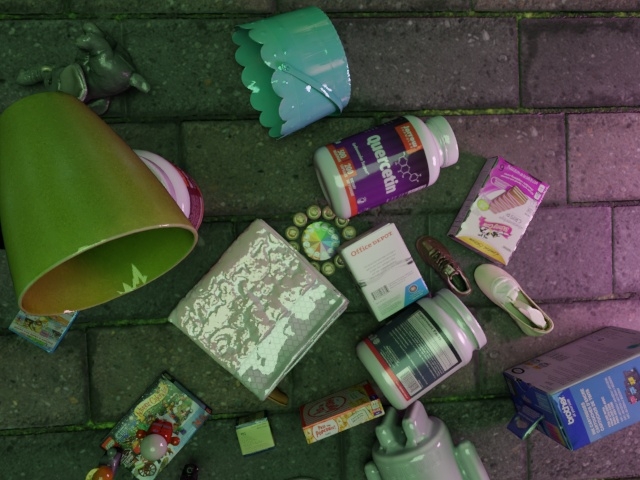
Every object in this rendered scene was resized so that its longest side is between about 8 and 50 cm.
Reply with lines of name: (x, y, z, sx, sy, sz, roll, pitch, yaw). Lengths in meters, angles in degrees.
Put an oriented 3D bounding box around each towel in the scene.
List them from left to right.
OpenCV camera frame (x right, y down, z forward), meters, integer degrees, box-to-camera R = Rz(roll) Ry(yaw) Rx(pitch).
towel: (-0.148, 0.165, 1.362, 0.317, 0.053, 0.332, 41, 82, 6)

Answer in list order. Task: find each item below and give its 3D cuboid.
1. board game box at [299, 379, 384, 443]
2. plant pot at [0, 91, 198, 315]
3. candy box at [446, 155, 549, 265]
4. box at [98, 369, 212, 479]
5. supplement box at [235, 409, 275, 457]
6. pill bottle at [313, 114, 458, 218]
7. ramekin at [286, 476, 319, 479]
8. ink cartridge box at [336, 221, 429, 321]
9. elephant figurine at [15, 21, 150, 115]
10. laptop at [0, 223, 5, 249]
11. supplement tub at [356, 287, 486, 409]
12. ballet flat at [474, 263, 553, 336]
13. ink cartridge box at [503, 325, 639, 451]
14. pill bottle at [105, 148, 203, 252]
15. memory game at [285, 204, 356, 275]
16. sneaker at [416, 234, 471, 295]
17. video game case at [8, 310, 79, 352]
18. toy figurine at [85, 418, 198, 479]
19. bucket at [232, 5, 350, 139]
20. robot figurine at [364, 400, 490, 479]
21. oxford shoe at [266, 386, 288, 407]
board game box: (0.048, 0.418, 1.380, 0.193, 0.147, 0.045, -20, 94, -5)
plant pot: (-0.382, -0.076, 0.887, 0.274, 0.275, 0.293, -28, 78, -4)
candy box: (0.452, -0.075, 1.437, 0.159, 0.071, 0.233, 28, 90, -7)
box: (-0.406, 0.462, 1.389, 0.159, 0.044, 0.233, 42, 88, -6)
supplement box: (-0.163, 0.483, 1.407, 0.083, 0.056, 0.083, -15, 94, -5)
pill bottle: (0.156, -0.186, 1.348, 0.323, 0.181, 0.181, -22, 94, -4)
ramekin: (-0.045, 0.714, 1.402, 0.207, 0.109, 0.207, 0, 92, -5)
ink cartridge box: (0.153, 0.073, 1.400, 0.148, 0.086, 0.203, -29, 98, -5)
elephant figurine: (-0.555, -0.367, 1.303, 0.239, 0.186, 0.169, -40, 139, 8)
laptop: (-0.655, -0.087, 1.358, 0.264, 0.136, 0.234, 6, 91, 20)
supplement tub: (0.242, 0.261, 1.370, 0.272, 0.191, 0.191, -35, 95, -3)
ballet flat: (0.503, 0.154, 1.446, 0.248, 0.086, 0.086, 43, 88, -5)
ink cartridge box: (0.637, 0.358, 1.373, 0.395, 0.270, 0.151, -20, 89, -4)
pill bottle: (-0.380, -0.074, 1.194, 0.224, 0.392, 0.224, 0, 93, -6)
memory game: (0.000, 0.000, 1.425, 0.186, 0.012, 0.186, 0, 93, -6)
sneaker: (0.322, 0.062, 1.429, 0.066, 0.071, 0.188, -42, 96, -2)
video game case: (-0.660, 0.174, 1.367, 0.119, 0.015, 0.166, 33, 89, -7)
toy figurine: (-0.402, 0.549, 1.295, 0.209, 0.148, 0.213, -27, 96, -4)
bucket: (-0.065, -0.383, 1.278, 0.183, 0.281, 0.281, -23, 94, -12)
robot figurine: (0.254, 0.579, 1.380, 0.300, 0.200, 0.353, -22, 95, 26)
oxford shoe: (-0.150, 0.332, 1.396, 0.212, 0.076, 0.076, 44, 82, -5)
